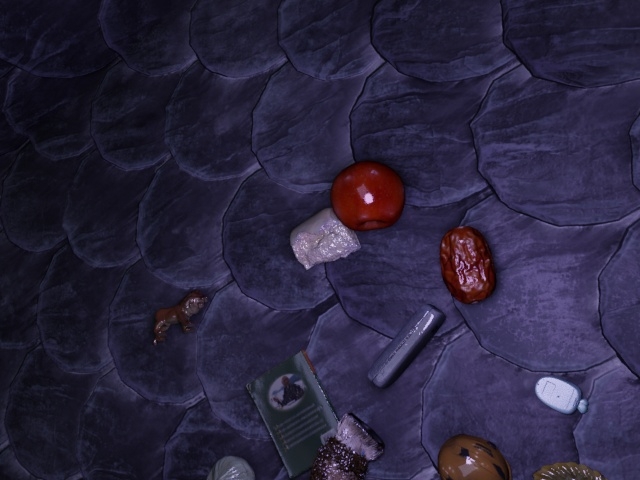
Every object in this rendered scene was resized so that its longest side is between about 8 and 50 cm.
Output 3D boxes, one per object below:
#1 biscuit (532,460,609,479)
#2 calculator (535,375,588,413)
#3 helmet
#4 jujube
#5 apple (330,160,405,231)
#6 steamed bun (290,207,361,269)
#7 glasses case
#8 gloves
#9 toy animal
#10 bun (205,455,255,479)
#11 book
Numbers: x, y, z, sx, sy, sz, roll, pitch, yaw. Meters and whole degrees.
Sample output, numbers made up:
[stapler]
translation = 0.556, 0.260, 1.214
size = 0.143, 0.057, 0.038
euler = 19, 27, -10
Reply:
[biscuit]
translation = 0.756, 0.748, 1.585
size = 0.187, 0.036, 0.273
euler = -42, 66, 10
[calculator]
translation = 0.724, 0.466, 1.671
size = 0.153, 0.021, 0.095
euler = 24, 89, 30
[helmet]
translation = 0.457, 0.698, 1.678
size = 0.224, 0.130, 0.198
euler = 27, 93, 25
[jujube]
translation = 0.470, 0.079, 1.788
size = 0.174, 0.174, 0.250
euler = -16, 76, 20
[apple]
translation = 0.168, -0.148, 1.930
size = 0.261, 0.260, 0.216
euler = -15, 68, 20
[steamed bun]
translation = 0.000, 0.000, 2.014
size = 0.226, 0.170, 0.200
euler = -32, 72, 16
[glasses case]
translation = 0.283, 0.349, 1.830
size = 0.074, 0.131, 0.323
euler = 41, 96, 26
[gloves]
translation = 0.074, 0.739, 1.812
size = 0.312, 0.210, 0.135
euler = -48, 23, -18
[toy animal]
translation = -0.581, 0.304, 2.255
size = 0.313, 0.097, 0.157
euler = -21, 59, 21
[bun]
translation = -0.333, 0.878, 1.993
size = 0.196, 0.118, 0.195
euler = -4, 80, 24
[book]
translation = -0.082, 0.617, 1.984
size = 0.260, 0.043, 0.370
euler = -33, 69, 11
